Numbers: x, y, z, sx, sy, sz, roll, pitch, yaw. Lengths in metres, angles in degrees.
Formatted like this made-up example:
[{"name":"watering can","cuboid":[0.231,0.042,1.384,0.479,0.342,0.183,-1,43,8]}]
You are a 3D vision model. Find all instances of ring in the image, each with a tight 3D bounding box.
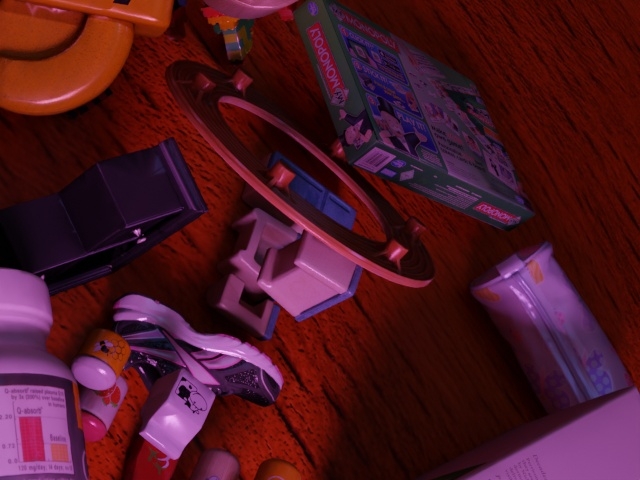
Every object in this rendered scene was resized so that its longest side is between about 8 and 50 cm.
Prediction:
[{"name":"ring","cuboid":[-0.010,-0.077,1.231,0.336,0.032,0.336,37,14,-11]}]

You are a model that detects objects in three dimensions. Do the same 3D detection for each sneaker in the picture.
[{"name":"sneaker","cuboid":[-0.122,0.120,1.136,0.178,0.072,0.077,27,64,-21]}]

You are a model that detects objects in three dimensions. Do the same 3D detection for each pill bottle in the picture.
[{"name":"pill bottle","cuboid":[-0.250,0.171,0.907,0.162,0.162,0.278,7,65,-41]}]

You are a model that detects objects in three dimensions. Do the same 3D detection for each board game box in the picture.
[{"name":"board game box","cuboid":[0.113,-0.141,1.426,0.317,0.046,0.213,19,42,-47]}]

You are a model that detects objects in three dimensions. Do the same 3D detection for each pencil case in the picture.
[{"name":"pencil case","cuboid":[0.286,0.136,1.463,0.273,0.113,0.124,59,21,0]}]

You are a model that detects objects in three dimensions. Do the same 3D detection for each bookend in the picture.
[{"name":"bookend","cuboid":[-0.206,-0.010,1.047,0.156,0.157,0.072,-22,84,-48]}]

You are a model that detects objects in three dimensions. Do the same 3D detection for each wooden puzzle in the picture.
[{"name":"wooden puzzle","cuboid":[-0.233,-0.152,1.207,0.049,0.006,0.083,53,44,-8]}]

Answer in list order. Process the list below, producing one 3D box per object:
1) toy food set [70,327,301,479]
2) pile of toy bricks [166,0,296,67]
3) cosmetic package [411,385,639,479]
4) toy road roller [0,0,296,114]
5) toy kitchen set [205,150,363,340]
[{"name":"toy food set","cuboid":[-0.136,0.187,1.041,0.232,0.111,0.104,43,45,-22]},{"name":"pile of toy bricks","cuboid":[-0.094,-0.240,1.333,0.212,0.118,0.105,-59,141,-60]},{"name":"cosmetic package","cuboid":[0.185,0.284,1.233,0.365,0.197,0.155,-16,79,-48]},{"name":"toy road roller","cuboid":[-0.175,-0.217,1.096,0.329,0.202,0.240,10,94,-11]},{"name":"toy kitchen set","cuboid":[0.000,0.000,1.228,0.122,0.166,0.207,36,48,-24]}]
